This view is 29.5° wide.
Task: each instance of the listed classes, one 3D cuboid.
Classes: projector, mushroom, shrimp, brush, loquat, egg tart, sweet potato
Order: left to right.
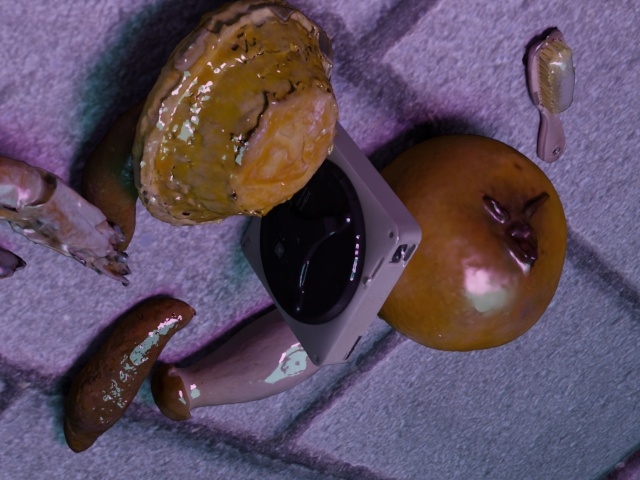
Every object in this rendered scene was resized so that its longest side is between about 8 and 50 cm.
[{"bbox_3d":[-0.374,-0.011,1.469,0.247,0.085,0.360,-23,146,34],"label":"shrimp"},{"bbox_3d":[-0.315,0.216,1.821,0.341,0.092,0.114,-52,158,24],"label":"sweet potato"},{"bbox_3d":[-0.239,-0.105,1.526,0.346,0.079,0.108,-59,167,29],"label":"sweet potato"},{"bbox_3d":[-0.082,-0.138,1.494,0.341,0.132,0.341,-37,146,-31],"label":"egg tart"},{"bbox_3d":[-0.102,0.188,1.942,0.350,0.128,0.128,-22,143,-11],"label":"mushroom"},{"bbox_3d":[0.000,0.000,1.678,0.079,0.259,0.257,0,132,-39],"label":"projector"},{"bbox_3d":[0.192,0.009,1.833,0.328,0.328,0.359,-10,178,-31],"label":"loquat"},{"bbox_3d":[0.371,-0.206,1.916,0.072,0.067,0.313,-30,147,-8],"label":"brush"}]
